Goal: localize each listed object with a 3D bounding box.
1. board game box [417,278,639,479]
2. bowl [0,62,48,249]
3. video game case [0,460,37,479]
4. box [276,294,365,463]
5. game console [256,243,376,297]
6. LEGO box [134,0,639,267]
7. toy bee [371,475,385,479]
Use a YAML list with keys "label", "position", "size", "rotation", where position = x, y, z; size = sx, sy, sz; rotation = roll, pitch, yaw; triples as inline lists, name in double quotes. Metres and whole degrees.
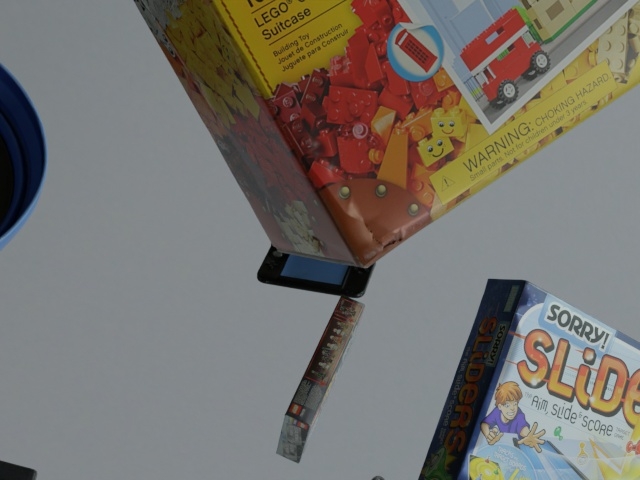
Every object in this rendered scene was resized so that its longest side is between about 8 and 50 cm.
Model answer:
- label: "board game box"
  position: [0.153, 0.122, 0.615]
  size: [0.035, 0.201, 0.136]
  rotation: [-2, -115, 61]
- label: "bowl"
  position: [-0.524, -0.103, 1.320]
  size: [0.391, 0.077, 0.391]
  rotation: [13, -128, -17]
- label: "video game case"
  position: [-0.355, 0.210, 0.784]
  size: [0.275, 0.248, 0.035]
  rotation: [16, -142, -9]
- label: "box"
  position: [0.000, 0.130, 1.053]
  size: [0.027, 0.094, 0.137]
  rotation: [22, -122, 7]
- label: "game console"
  position: [0.000, 0.000, 1.237]
  size: [0.122, 0.071, 0.107]
  rotation: [9, -146, 11]
- label: "LEGO box"
  position: [0.105, -0.270, 0.821]
  size: [0.500, 0.372, 0.193]
  rotation: [-34, -165, -16]
- label: "toy bee"
  position: [0.018, 0.386, 1.054]
  size: [0.162, 0.195, 0.298]
  rotation: [-12, -109, 19]
